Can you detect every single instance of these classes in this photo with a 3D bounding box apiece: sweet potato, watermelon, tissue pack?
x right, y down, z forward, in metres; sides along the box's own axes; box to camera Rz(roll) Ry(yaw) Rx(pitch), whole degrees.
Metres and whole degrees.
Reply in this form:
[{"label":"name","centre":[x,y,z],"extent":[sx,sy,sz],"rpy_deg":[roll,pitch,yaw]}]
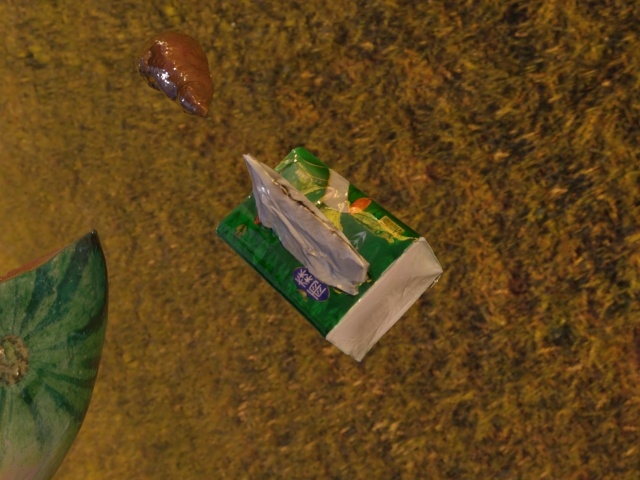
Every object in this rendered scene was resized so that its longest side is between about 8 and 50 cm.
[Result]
[{"label":"sweet potato","centre":[-0.131,-0.161,0.800],"extent":[0.226,0.068,0.068],"rpy_deg":[-139,40,-59]},{"label":"watermelon","centre":[-0.165,0.057,0.498],"extent":[0.128,0.146,0.231],"rpy_deg":[46,155,-13]},{"label":"tissue pack","centre":[-0.002,0.000,0.943],"extent":[0.209,0.148,0.156],"rpy_deg":[41,177,33]}]
